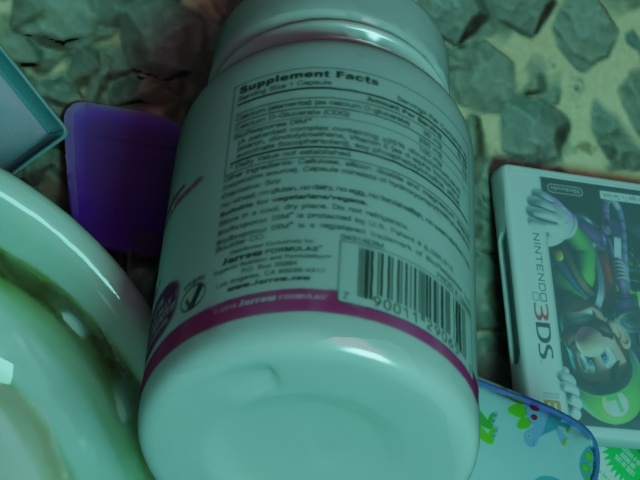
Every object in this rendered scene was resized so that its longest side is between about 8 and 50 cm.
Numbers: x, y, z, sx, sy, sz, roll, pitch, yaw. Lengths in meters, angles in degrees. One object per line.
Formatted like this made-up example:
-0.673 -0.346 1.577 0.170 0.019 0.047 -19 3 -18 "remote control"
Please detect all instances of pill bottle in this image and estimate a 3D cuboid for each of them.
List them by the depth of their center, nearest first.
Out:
0.000 0.000 0.939 0.160 0.160 0.283 23 42 -17 "pill bottle"

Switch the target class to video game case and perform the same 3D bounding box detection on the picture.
0.198 0.044 1.123 0.190 0.022 0.173 7 64 -23 "video game case"

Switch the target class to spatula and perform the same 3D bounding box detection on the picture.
-0.103 0.066 0.997 0.084 0.030 0.296 7 74 -23 "spatula"

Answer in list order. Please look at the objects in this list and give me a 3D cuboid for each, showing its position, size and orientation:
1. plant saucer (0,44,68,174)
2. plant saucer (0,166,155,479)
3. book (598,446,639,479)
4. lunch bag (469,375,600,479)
-0.221 -0.113 0.996 0.067 0.018 0.192 -40 96 -26 "plant saucer"
-0.241 0.145 0.863 0.400 0.100 0.401 9 73 -30 "plant saucer"
0.144 0.177 1.082 0.096 0.035 0.144 45 62 -10 "book"
0.041 0.172 0.982 0.176 0.090 0.219 20 67 7 "lunch bag"
